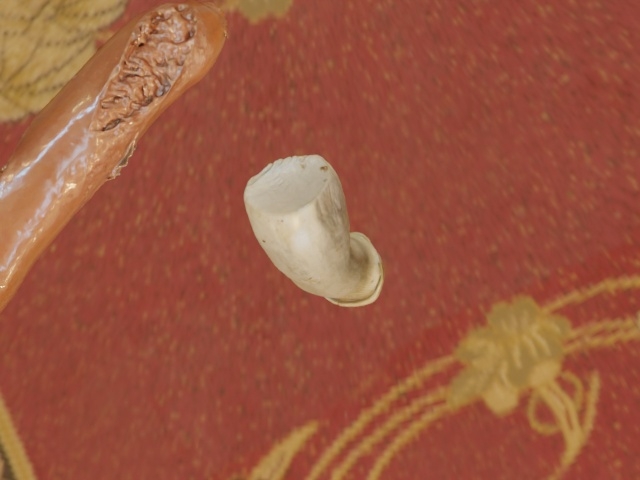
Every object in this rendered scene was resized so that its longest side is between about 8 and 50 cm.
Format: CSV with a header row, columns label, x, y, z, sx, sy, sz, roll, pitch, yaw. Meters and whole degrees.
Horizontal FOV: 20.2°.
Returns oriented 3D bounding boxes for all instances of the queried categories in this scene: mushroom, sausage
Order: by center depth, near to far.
label,x,y,z,sx,sy,sz,roll,pitch,yaw
sausage,-0.184,-0.067,1.349,0.079,0.087,0.327,34,76,18
mushroom,0.000,0.005,1.638,0.081,0.223,0.092,-2,64,19
